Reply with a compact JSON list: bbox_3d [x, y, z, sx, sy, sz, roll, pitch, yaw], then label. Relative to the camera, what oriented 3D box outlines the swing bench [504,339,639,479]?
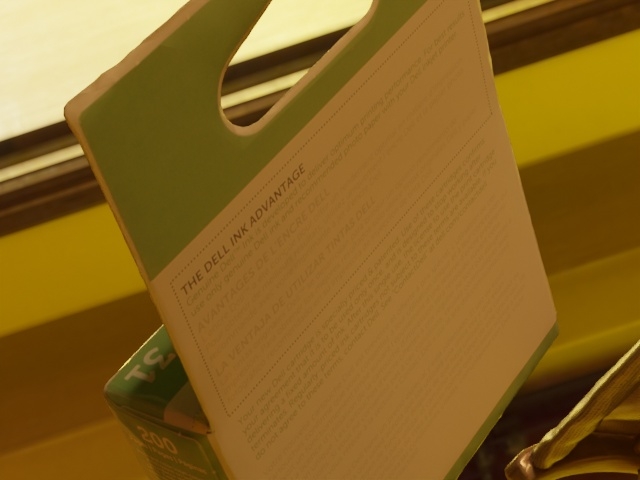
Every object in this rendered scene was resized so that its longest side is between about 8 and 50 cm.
[{"bbox_3d":[0.227,0.141,0.576,0.253,0.165,0.254,117,143,-55],"label":"swing bench"}]

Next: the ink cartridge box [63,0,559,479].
[{"bbox_3d":[0.000,0.000,0.456,0.056,0.171,0.235,14,139,38],"label":"ink cartridge box"}]
